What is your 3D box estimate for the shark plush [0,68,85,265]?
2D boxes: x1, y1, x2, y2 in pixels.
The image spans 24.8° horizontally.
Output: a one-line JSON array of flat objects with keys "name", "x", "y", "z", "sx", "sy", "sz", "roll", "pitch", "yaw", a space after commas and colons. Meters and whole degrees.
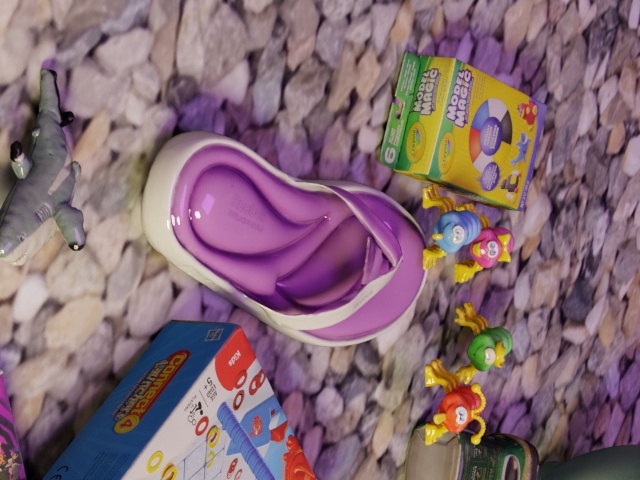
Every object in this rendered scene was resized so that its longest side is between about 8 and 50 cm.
[{"name": "shark plush", "x": -0.216, "y": -0.056, "z": 1.134, "sx": 0.067, "sy": 0.073, "sz": 0.161, "roll": 30, "pitch": 73, "yaw": -55}]

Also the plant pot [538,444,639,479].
[{"name": "plant pot", "x": 0.351, "y": 0.381, "z": 1.802, "sx": 0.293, "sy": 0.196, "sz": 0.293, "roll": -14, "pitch": 109, "yaw": -47}]

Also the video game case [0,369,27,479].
[{"name": "video game case", "x": -0.314, "y": 0.240, "z": 1.119, "sx": 0.210, "sy": 0.042, "sz": 0.232, "roll": -28, "pitch": 119, "yaw": -44}]

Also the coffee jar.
[{"name": "coffee jar", "x": 0.177, "y": 0.262, "z": 1.662, "sx": 0.184, "sy": 0.079, "sz": 0.096, "roll": 19, "pitch": 78, "yaw": -49}]

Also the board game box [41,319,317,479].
[{"name": "board game box", "x": -0.119, "y": 0.281, "z": 1.265, "sx": 0.308, "sy": 0.086, "sz": 0.302, "roll": -54, "pitch": 131, "yaw": -41}]

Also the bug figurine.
[{"name": "bug figurine", "x": 0.162, "y": 0.072, "z": 1.555, "sx": 0.216, "sy": 0.072, "sz": 0.279, "roll": -28, "pitch": 118, "yaw": -65}]

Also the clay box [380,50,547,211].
[{"name": "clay box", "x": 0.156, "y": -0.116, "z": 1.566, "sx": 0.222, "sy": 0.053, "sz": 0.127, "roll": 16, "pitch": 86, "yaw": -50}]

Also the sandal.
[{"name": "sandal", "x": -0.004, "y": 0.015, "z": 1.374, "sx": 0.416, "sy": 0.102, "sz": 0.169, "roll": 17, "pitch": 87, "yaw": -50}]
